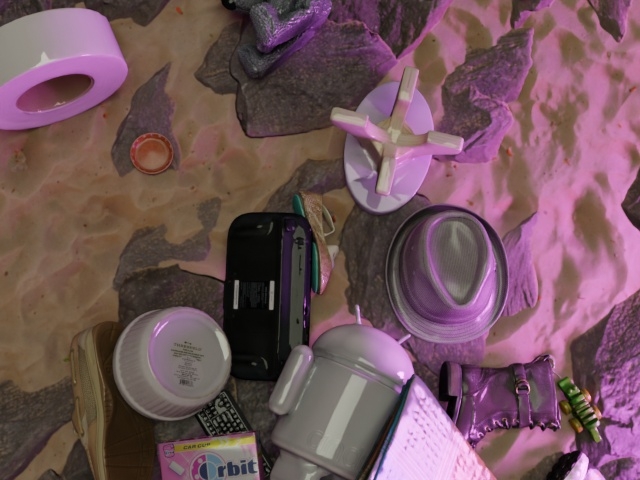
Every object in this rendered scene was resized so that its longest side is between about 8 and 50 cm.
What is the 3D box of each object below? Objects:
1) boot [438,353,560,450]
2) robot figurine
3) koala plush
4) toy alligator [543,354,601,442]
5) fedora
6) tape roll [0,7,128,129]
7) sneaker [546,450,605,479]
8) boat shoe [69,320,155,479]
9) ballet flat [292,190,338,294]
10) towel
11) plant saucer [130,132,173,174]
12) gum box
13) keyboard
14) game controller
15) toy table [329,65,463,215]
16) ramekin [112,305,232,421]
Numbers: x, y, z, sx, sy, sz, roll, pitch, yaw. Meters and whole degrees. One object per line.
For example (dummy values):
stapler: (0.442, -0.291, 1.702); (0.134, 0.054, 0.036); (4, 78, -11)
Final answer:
boot: (0.340, 0.339, 1.914); (0.229, 0.091, 0.262); (4, 81, -8)
robot figurine: (0.043, 0.301, 1.840); (0.300, 0.200, 0.353); (33, 75, -33)
koala plush: (-0.115, -0.477, 2.010); (0.203, 0.196, 0.221); (-40, 83, -23)
toy alligator: (0.484, 0.300, 1.951); (0.056, 0.051, 0.189); (-29, 82, -10)
fedora: (0.250, 0.054, 1.948); (0.244, 0.124, 0.275); (5, 78, -3)
tape roll: (-0.506, -0.311, 1.885); (0.286, 0.286, 0.100); (-22, 82, -9)
sneaker: (0.431, 0.520, 1.878); (0.108, 0.100, 0.271); (41, 78, -2)
boat shoe: (-0.385, 0.323, 1.855); (0.110, 0.122, 0.341); (-20, 71, 36)
ballet flat: (0.000, 0.000, 1.970); (0.067, 0.073, 0.206); (-8, 82, -21)
towel: (0.208, 0.450, 1.749); (0.370, 0.040, 0.271); (52, 44, -20)
plant saucer: (-0.330, -0.169, 2.006); (0.084, 0.013, 0.083); (1, 78, -5)
gum box: (-0.200, 0.408, 1.849); (0.189, 0.062, 0.107); (-8, 83, 4)
keyboard: (-0.172, 0.378, 1.897); (0.108, 0.023, 0.180); (-31, 81, -10)
game controller: (-0.101, 0.104, 1.926); (0.167, 0.067, 0.319); (0, 83, 20)
toy table: (0.137, -0.197, 1.975); (0.252, 0.161, 0.274); (2, 79, -4)
ramekin: (-0.257, 0.215, 1.838); (0.207, 0.109, 0.207); (13, 66, -31)
